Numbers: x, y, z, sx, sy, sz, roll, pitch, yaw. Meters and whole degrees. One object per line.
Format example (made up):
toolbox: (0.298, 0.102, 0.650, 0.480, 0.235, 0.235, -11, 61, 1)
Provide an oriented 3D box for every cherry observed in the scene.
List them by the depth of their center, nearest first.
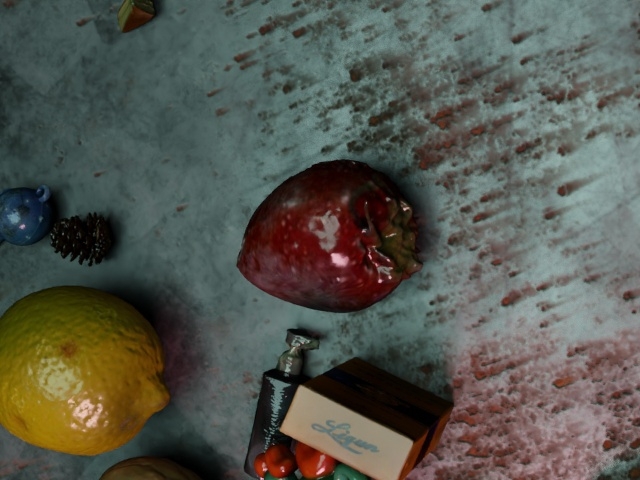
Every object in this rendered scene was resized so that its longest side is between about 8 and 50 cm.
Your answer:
cherry: (0.000, 0.000, 1.541, 0.249, 0.192, 0.175, -19, 55, 26)

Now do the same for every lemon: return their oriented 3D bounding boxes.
lemon: (-0.322, 0.172, 1.644, 0.253, 0.228, 0.228, 7, 99, 34)

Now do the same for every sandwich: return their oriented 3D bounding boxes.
sandwich: (-0.245, -0.309, 1.661, 0.083, 0.044, 0.031, -28, 80, 63)

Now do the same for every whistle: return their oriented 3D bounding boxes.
whistle: (-0.429, -0.021, 1.735, 0.090, 0.090, 0.158, 47, 108, 8)

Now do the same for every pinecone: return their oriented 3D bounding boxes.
pinecone: (-0.331, -0.001, 1.707, 0.083, 0.077, 0.077, -3, 97, -5)

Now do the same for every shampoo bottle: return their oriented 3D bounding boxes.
shampoo bottle: (-0.051, 0.218, 1.649, 0.063, 0.057, 0.208, 18, 103, 16)

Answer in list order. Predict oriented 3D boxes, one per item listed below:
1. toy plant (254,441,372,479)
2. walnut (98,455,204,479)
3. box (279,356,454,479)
toy plant: (0.008, 0.424, 1.538, 0.185, 0.279, 0.400, 5, 121, -13)
walnut: (-0.222, 0.397, 1.665, 0.213, 0.213, 0.213, 2, 98, 19)
box: (0.063, 0.215, 1.513, 0.152, 0.237, 0.070, 25, 102, 14)
